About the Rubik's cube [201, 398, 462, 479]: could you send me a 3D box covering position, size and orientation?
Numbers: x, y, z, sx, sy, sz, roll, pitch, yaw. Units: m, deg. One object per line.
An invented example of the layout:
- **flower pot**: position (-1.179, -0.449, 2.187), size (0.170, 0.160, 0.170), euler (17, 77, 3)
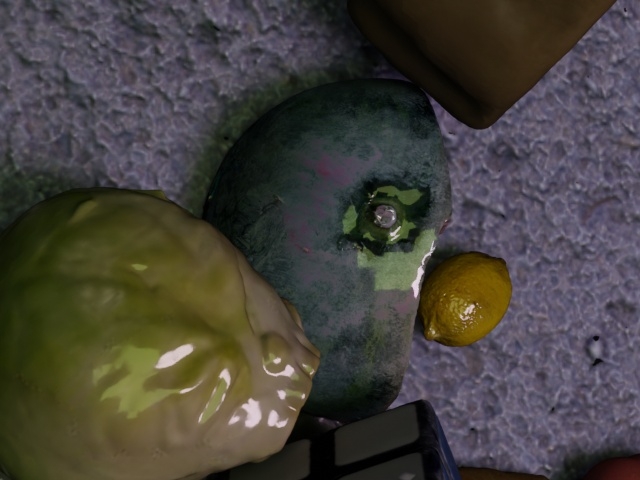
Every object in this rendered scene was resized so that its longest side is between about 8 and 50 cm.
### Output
- **Rubik's cube**: position (0.009, 0.356, 1.351), size (0.304, 0.301, 0.305), euler (-18, 107, 6)

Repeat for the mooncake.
- **mooncake**: position (0.190, -0.290, 1.461), size (0.201, 0.378, 0.378), euler (40, 78, -1)

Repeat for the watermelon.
- **watermelon**: position (0.003, -0.001, 1.483), size (0.188, 0.175, 0.322), euler (3, 80, -18)

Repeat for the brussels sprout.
- **brussels sprout**: position (-0.170, 0.102, 1.395), size (0.316, 0.242, 0.274), euler (39, 58, 18)

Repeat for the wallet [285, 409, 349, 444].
- **wallet**: position (-0.092, 0.257, 1.532), size (0.146, 0.030, 0.285), euler (39, 79, -15)

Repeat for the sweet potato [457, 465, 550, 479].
- **sweet potato**: position (0.099, 0.277, 1.570), size (0.286, 0.085, 0.112), euler (-23, 127, -26)

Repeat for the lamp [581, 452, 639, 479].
- **lamp**: position (0.316, 0.295, 1.598), size (0.182, 0.140, 0.182), euler (2, 84, -15)

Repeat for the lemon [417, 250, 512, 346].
- **lemon**: position (0.134, 0.058, 1.578), size (0.111, 0.082, 0.082), euler (-42, 100, -20)

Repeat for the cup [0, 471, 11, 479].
- **cup**: position (-0.306, 0.179, 1.453), size (0.116, 0.074, 0.104), euler (36, 51, -17)
